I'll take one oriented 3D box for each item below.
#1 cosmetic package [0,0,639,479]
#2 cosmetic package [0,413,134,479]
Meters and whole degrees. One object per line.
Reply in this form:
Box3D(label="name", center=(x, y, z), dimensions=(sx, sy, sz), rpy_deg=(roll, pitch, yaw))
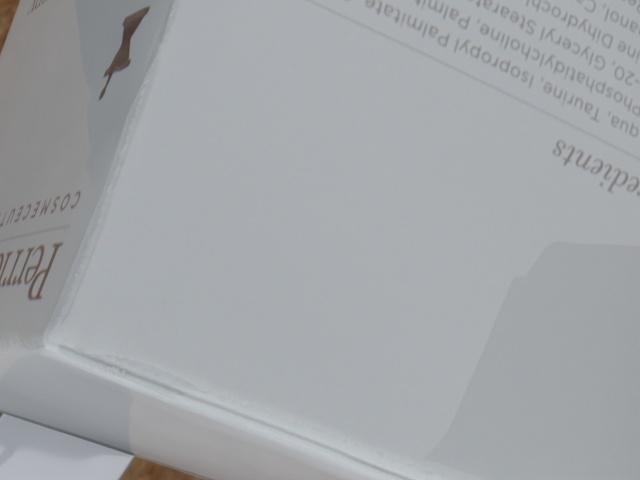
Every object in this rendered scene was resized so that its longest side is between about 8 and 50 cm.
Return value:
Box3D(label="cosmetic package", center=(0.008, -0.062, 0.938), dimensions=(0.327, 0.329, 0.393), rpy_deg=(23, 75, -23))
Box3D(label="cosmetic package", center=(-0.144, 0.093, 1.227), dimensions=(0.097, 0.284, 0.377), rpy_deg=(35, 76, -4))
